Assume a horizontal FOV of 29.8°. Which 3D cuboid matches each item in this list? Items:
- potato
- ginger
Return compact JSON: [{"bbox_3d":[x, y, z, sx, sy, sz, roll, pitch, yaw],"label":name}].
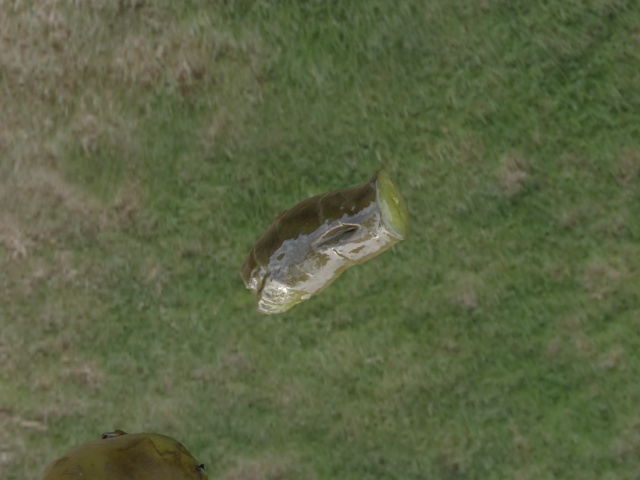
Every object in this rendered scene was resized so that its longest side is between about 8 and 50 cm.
[{"bbox_3d":[-0.163,0.223,0.952,0.176,0.137,0.137,-12,141,-56],"label":"potato"},{"bbox_3d":[0.000,0.000,1.558,0.263,0.116,0.109,-31,116,31],"label":"ginger"}]
